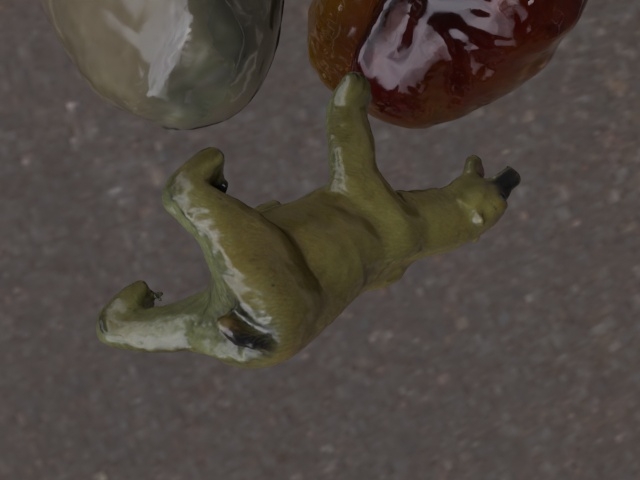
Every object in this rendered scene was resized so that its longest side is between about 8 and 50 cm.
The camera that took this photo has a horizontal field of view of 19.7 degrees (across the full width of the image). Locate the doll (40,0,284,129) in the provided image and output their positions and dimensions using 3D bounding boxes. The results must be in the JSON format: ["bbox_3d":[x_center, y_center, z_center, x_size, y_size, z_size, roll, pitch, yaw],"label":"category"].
[{"bbox_3d":[0.025,-0.179,0.462,0.378,0.252,0.382,100,160,-49],"label":"doll"}]

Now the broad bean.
[{"bbox_3d":[0.090,-0.167,1.324,0.156,0.122,0.228,45,136,-18],"label":"broad bean"}]

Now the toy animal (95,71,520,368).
[{"bbox_3d":[0.000,0.000,0.919,0.101,0.219,0.103,36,131,21],"label":"toy animal"}]
